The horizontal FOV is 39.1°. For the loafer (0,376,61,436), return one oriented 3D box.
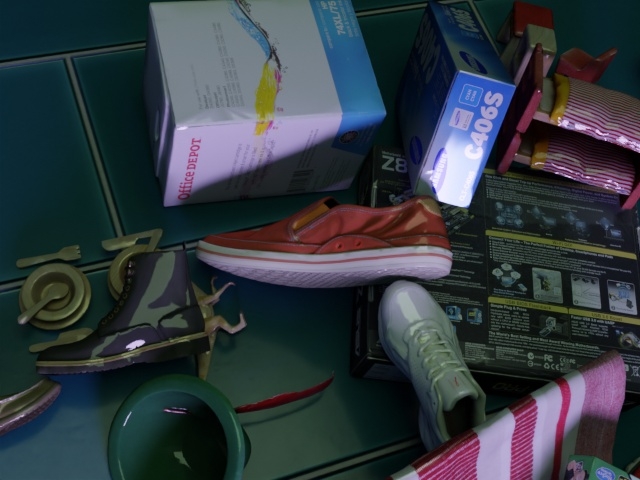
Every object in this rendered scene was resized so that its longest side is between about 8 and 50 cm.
[{"bbox_3d":[-0.364,0.193,1.016,0.148,0.056,0.050,-32,81,-26],"label":"loafer"}]

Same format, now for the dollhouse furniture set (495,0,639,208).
[{"bbox_3d":[0.374,-0.237,1.310,0.201,0.152,0.374,15,45,-2],"label":"dollhouse furniture set"}]

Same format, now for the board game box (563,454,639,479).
[{"bbox_3d":[0.389,0.404,1.024,0.317,0.046,0.213,28,68,-18],"label":"board game box"}]

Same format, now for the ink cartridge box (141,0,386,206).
[{"bbox_3d":[-0.087,-0.184,1.201,0.270,0.198,0.197,-7,66,-18],"label":"ink cartridge box"}]

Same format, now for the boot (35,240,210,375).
[{"bbox_3d":[-0.239,0.082,1.061,0.198,0.077,0.137,-9,85,-14],"label":"boot"}]

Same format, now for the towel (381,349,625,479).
[{"bbox_3d":[0.217,0.282,1.027,0.329,0.237,0.037,-23,35,-23],"label":"towel"}]

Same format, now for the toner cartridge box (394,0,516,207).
[{"bbox_3d":[0.167,-0.194,1.196,0.075,0.165,0.348,13,26,-6],"label":"toner cartridge box"}]

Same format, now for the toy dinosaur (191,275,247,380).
[{"bbox_3d":[-0.140,0.108,1.131,0.093,0.053,0.183,-15,65,-3],"label":"toy dinosaur"}]

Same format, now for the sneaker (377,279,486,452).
[{"bbox_3d":[0.142,0.150,1.038,0.090,0.115,0.232,-23,87,-12],"label":"sneaker"}]

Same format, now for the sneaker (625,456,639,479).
[{"bbox_3d":[0.483,0.286,1.144,0.279,0.118,0.107,-33,74,-26],"label":"sneaker"}]

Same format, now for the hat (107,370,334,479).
[{"bbox_3d":[-0.115,0.242,1.072,0.209,0.183,0.172,-3,82,25],"label":"hat"}]

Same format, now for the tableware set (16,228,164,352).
[{"bbox_3d":[-0.274,0.051,1.104,0.194,0.039,0.128,-13,67,-9],"label":"tableware set"}]

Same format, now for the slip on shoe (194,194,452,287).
[{"bbox_3d":[0.000,0.000,1.112,0.331,0.123,0.101,-4,75,23],"label":"slip on shoe"}]

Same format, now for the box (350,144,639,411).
[{"bbox_3d":[0.244,0.049,1.222,0.395,0.097,0.318,8,64,-10],"label":"box"}]
